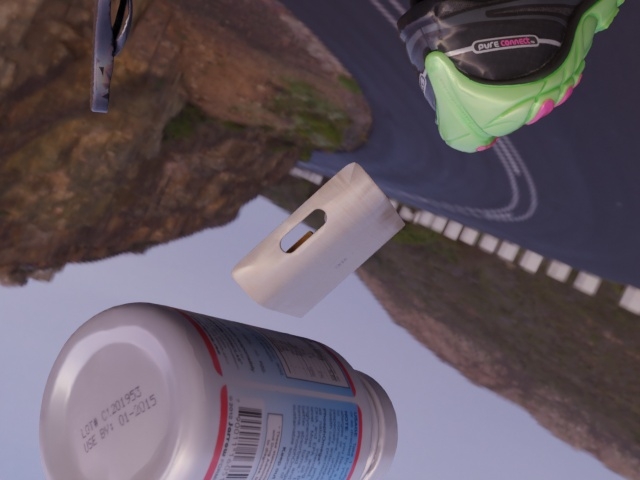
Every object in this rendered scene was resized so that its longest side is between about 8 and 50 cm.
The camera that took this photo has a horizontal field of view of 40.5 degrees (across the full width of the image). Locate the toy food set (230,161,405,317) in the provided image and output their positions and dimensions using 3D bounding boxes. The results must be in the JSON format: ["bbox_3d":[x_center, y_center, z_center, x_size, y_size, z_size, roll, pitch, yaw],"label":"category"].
[{"bbox_3d":[0.000,0.000,1.243,0.092,0.219,0.306,49,-176,15],"label":"toy food set"}]

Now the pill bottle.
[{"bbox_3d":[-0.033,0.081,0.378,0.087,0.087,0.160,29,-176,37],"label":"pill bottle"}]

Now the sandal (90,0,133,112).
[{"bbox_3d":[-0.325,-0.326,1.352,0.054,0.255,0.097,1,-152,-18],"label":"sandal"}]

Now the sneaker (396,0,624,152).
[{"bbox_3d":[0.219,-0.294,0.978,0.202,0.185,0.483,51,-142,-17],"label":"sneaker"}]
